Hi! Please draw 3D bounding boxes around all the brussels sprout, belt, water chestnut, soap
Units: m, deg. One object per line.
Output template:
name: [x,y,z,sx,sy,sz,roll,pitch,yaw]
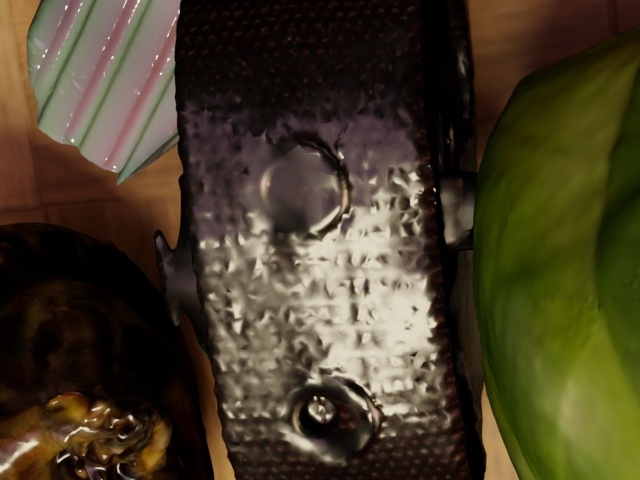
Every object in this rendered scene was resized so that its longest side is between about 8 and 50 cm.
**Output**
brussels sprout: [0.240,0.016,0.712,0.371,0.314,0.276,-31,130,20]
belt: [0.000,0.000,0.839,0.164,0.184,0.289,-4,103,11]
water chestnut: [-0.150,0.101,0.901,0.238,0.224,0.223,-29,94,45]
soap: [-0.094,-0.111,0.905,0.100,0.056,0.149,31,117,4]
